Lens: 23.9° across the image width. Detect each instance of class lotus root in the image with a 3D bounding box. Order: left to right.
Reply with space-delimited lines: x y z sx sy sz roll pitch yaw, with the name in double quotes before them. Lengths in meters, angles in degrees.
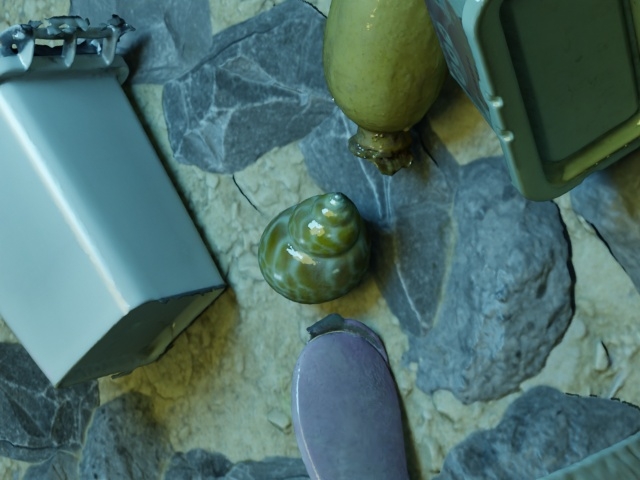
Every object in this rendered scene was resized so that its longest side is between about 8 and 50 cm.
"lotus root" 0.071 -0.215 1.484 0.131 0.146 0.303 19 121 10

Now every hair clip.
"hair clip" 0.054 0.250 1.554 0.110 0.095 0.358 -21 86 6

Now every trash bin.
"trash bin" -0.284 -0.045 1.737 0.296 0.256 0.367 -43 72 30

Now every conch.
"conch" -0.011 0.010 1.603 0.173 0.106 0.116 8 78 52

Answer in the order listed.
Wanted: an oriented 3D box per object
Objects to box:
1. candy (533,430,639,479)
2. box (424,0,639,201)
"candy" 0.280 0.271 1.217 0.208 0.359 0.145 43 117 22
"box" 0.182 -0.202 1.318 0.175 0.312 0.182 -33 54 -3
